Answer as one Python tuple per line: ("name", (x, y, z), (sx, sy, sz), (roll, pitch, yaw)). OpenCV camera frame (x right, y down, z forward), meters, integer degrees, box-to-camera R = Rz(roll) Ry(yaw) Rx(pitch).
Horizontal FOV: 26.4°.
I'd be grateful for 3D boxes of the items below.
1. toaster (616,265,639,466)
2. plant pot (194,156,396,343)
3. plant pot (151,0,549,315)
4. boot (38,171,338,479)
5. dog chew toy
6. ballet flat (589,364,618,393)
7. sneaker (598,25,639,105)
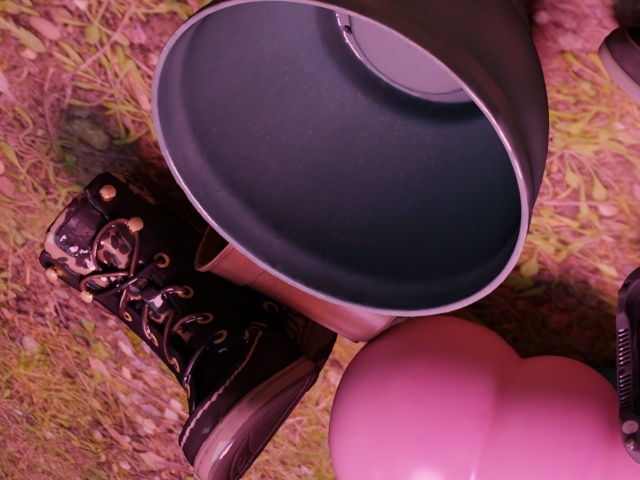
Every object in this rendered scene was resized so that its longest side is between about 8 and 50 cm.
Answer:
("toaster", (0.323, 0.103, 1.085), (0.146, 0.227, 0.129), (34, 134, -30))
("plant pot", (0.000, 0.000, 1.226), (0.165, 0.167, 0.167), (34, 142, -14))
("plant pot", (0.048, -0.115, 1.030), (0.293, 0.196, 0.293), (19, 141, 17))
("boot", (-0.137, 0.071, 1.274), (0.284, 0.377, 0.138), (38, 105, 2))
("dog chew toy", (0.179, 0.184, 1.199), (0.332, 0.206, 0.206), (10, 137, 24))
("ballet flat", (0.247, 0.158, 1.309), (0.188, 0.070, 0.070), (-4, 130, 39))
("sneaker", (0.313, -0.123, 0.955), (0.222, 0.083, 0.118), (30, 123, 14))
